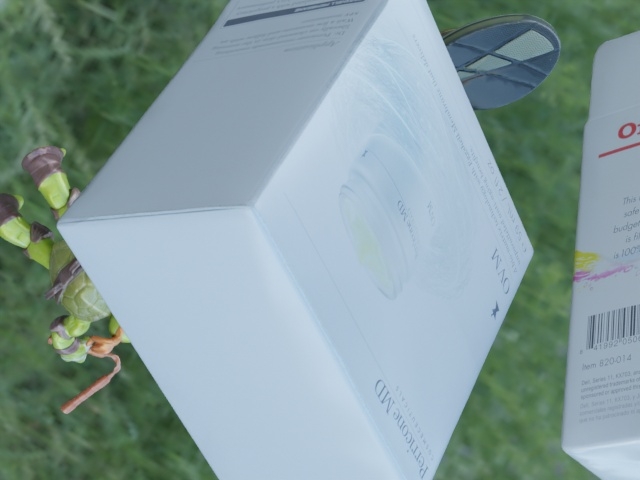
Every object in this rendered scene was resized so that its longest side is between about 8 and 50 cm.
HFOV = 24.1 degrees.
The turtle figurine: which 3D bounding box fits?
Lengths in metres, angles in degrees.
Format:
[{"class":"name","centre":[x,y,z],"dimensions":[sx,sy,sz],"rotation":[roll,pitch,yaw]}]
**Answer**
[{"class":"turtle figurine","centre":[-0.236,0.032,1.436],"dimensions":[0.269,0.217,0.087],"rotation":[-50,164,32]}]

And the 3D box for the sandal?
[{"class":"sandal","centre":[0.144,-0.202,1.758],"dimensions":[0.120,0.303,0.086],"rotation":[36,52,-31]}]

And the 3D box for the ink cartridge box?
[{"class":"ink cartridge box","centre":[0.299,-0.002,1.085],"dimensions":[0.119,0.207,0.353],"rotation":[36,52,-38]}]

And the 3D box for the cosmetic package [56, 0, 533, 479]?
[{"class":"cosmetic package","centre":[0.000,0.000,0.872],"dimensions":[0.224,0.138,0.224],"rotation":[62,42,-31]}]
